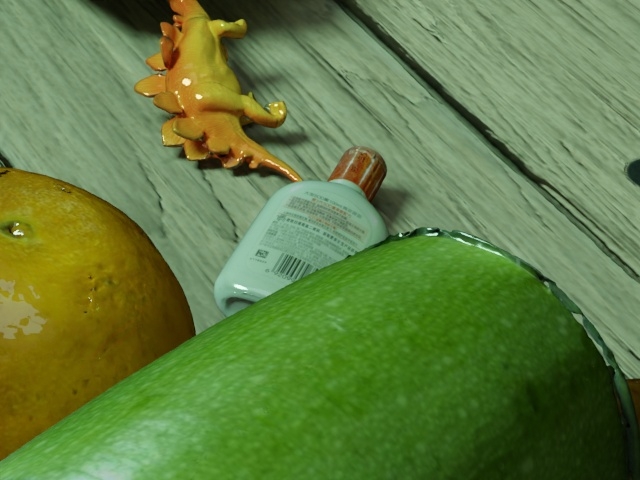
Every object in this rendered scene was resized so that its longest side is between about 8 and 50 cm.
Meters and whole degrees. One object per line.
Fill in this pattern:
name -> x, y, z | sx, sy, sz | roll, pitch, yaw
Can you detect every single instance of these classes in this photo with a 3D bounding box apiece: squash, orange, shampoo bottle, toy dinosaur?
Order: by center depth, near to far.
squash -> -0.008, 0.163, 1.008 | 0.263, 0.263, 0.384 | 27, 34, 25
orange -> -0.216, 0.080, 1.165 | 0.284, 0.226, 0.284 | 9, 36, -6
shampoo bottle -> 0.000, 0.000, 1.428 | 0.108, 0.051, 0.221 | 24, 41, 6
toy dinosaur -> -0.098, -0.122, 1.555 | 0.117, 0.070, 0.288 | -5, 52, -29

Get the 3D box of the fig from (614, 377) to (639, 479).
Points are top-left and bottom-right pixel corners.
fig -> 0.200, 0.188, 1.197 | 0.134, 0.201, 0.146 | -25, -5, 29
